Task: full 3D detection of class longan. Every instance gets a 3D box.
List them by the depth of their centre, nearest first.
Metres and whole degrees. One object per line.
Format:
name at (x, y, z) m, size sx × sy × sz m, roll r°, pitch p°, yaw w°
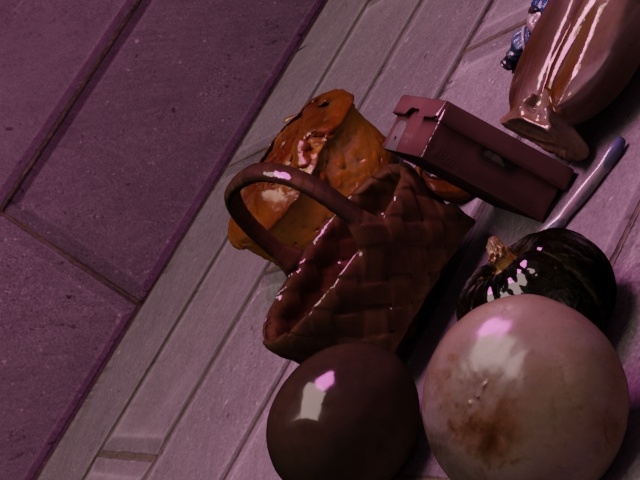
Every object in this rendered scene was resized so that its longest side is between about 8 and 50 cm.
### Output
longan at (0.030, 0.236, 1.831) m, size 0.220 × 0.196 × 0.196 m, roll -47°, pitch 16°, yaw 4°

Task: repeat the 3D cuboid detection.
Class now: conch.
conch at (0.201, -0.107, 2.230) m, size 0.086 × 0.080 × 0.233 m, roll -61°, pitch 16°, yaw 7°

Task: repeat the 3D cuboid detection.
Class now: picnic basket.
picnic basket at (0.000, 0.000, 2.042) m, size 0.337 × 0.337 × 0.293 m, roll -62°, pitch 15°, yaw -22°

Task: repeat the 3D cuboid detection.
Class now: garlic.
garlic at (0.364, -0.261, 1.977) m, size 0.325 × 0.132 × 0.279 m, roll -60°, pitch 17°, yaw -8°

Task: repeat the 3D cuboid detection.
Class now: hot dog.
hot dog at (0.118, 0.125, 2.081) m, size 0.083 × 0.035 × 0.058 m, roll -39°, pitch 23°, yaw 43°

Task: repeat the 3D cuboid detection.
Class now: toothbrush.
toothbrush at (0.311, -0.027, 1.857) m, size 0.269 × 0.021 × 0.027 m, roll -53°, pitch 29°, yaw 10°

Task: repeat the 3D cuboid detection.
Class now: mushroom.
mushroom at (0.215, 0.171, 1.473) m, size 0.226 × 0.178 × 0.226 m, roll -14°, pitch 66°, yaw 35°

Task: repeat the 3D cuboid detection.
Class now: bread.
bread at (-0.014, -0.105, 2.636) m, size 0.337 × 0.204 × 0.358 m, roll -64°, pitch 14°, yaw -21°

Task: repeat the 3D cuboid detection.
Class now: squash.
squash at (0.244, 0.070, 1.622) m, size 0.193 × 0.156 × 0.193 m, roll -24°, pitch 30°, yaw 15°

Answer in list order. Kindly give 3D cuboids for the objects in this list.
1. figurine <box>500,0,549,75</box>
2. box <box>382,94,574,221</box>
figurine at (0.353, -0.329, 2.274) m, size 0.087 × 0.086 × 0.149 m, roll -37°, pitch -17°, yaw -54°
box at (0.210, -0.117, 1.982) m, size 0.086 × 0.215 × 0.215 m, roll -63°, pitch 15°, yaw 0°
